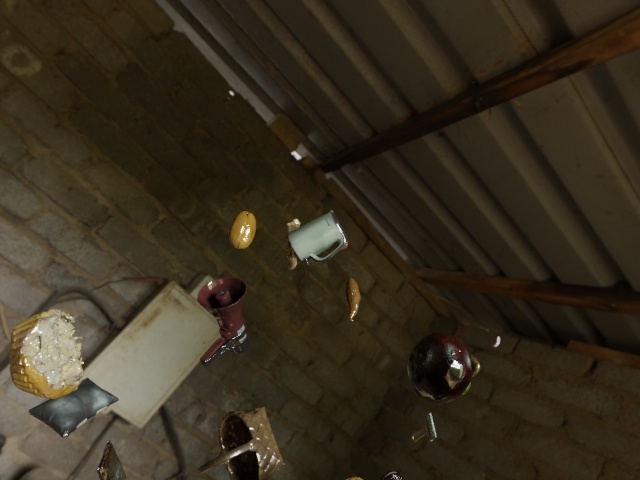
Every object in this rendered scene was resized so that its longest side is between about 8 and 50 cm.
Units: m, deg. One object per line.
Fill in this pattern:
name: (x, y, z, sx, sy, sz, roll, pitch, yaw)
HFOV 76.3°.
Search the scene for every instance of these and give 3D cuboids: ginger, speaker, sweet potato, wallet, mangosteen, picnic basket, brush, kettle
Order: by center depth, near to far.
brush: (0.362, 0.682, 1.448, 0.011, 0.083, 0.205, 1, -38, -11)
wallet: (-0.762, 0.855, 1.491, 0.121, 0.032, 0.232, -102, -167, -59)
sweet potato: (0.123, 0.223, 1.559, 0.060, 0.205, 0.067, 5, -49, 0)
speaker: (-0.375, 0.353, 1.651, 0.259, 0.199, 0.329, -89, 173, -63)
picnic basket: (-0.373, 0.918, 1.755, 0.337, 0.337, 0.293, 42, -55, -10)
mangosteen: (0.559, 0.587, 1.875, 0.330, 0.330, 0.330, 35, -17, 13)
kettle: (0.000, 0.000, 1.985, 0.240, 0.256, 0.165, 64, 6, 29)
ginger: (-0.143, 0.025, 2.138, 0.075, 0.089, 0.287, 28, -58, 54)

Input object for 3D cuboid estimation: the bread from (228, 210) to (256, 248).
bread: (-0.354, -0.053, 1.862, 0.114, 0.189, 0.077, 13, -20, -4)

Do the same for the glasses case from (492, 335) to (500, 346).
glasses case: (0.803, 0.463, 1.860, 0.021, 0.032, 0.083, 42, 27, 13)

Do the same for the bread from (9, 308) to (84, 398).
bread: (-0.840, 0.353, 1.250, 0.274, 0.150, 0.273, 166, -90, -88)

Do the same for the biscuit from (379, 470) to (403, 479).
biscuit: (0.179, 0.596, 0.972, 0.089, 0.087, 0.027, 16, 2, -9)

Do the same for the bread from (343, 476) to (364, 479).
bread: (0.106, 0.898, 1.355, 0.104, 0.199, 0.199, 11, -32, 49)

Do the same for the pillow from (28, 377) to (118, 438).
pillow: (-0.933, 0.628, 1.560, 0.186, 0.105, 0.250, 25, 19, 13)
